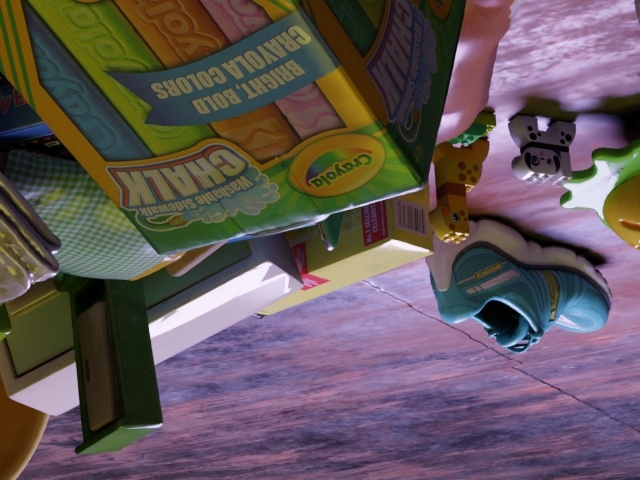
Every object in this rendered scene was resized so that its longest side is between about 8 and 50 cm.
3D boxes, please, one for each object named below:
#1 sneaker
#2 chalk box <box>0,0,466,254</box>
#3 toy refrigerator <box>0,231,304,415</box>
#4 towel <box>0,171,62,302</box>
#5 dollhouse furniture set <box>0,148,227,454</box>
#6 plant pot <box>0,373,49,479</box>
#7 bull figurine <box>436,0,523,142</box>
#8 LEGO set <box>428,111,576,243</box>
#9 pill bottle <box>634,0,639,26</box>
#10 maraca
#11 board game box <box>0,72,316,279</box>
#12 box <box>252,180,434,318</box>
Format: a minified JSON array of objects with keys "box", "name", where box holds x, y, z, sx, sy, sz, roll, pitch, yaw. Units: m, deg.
[{"box":[0.198,0.062,1.677,0.107,0.110,0.275,-20,155,39],"name":"sneaker"},{"box":[-0.038,-0.119,0.899,0.179,0.180,0.289,-14,133,29],"name":"chalk box"},{"box":[-0.163,0.047,1.484,0.270,0.102,0.094,-27,154,13],"name":"toy refrigerator"},{"box":[-0.328,-0.018,1.125,0.282,0.049,0.187,-10,133,26],"name":"towel"},{"box":[-0.195,0.058,1.262,0.198,0.151,0.301,2,160,-29],"name":"dollhouse furniture set"},{"box":[-0.414,0.112,1.572,0.239,0.254,0.254,6,165,26],"name":"plant pot"},{"box":[0.051,-0.151,1.085,0.188,0.101,0.310,4,154,1],"name":"bull figurine"},{"box":[0.097,-0.054,1.366,0.227,0.093,0.087,6,158,-24],"name":"LEGO set"},{"box":[0.302,-0.174,1.041,0.108,0.108,0.193,12,155,-35],"name":"pill bottle"},{"box":[0.291,-0.040,1.425,0.186,0.099,0.127,16,140,-30],"name":"maraca"},{"box":[-0.157,-0.069,1.264,0.254,0.079,0.336,-12,162,13],"name":"board game box"},{"box":[0.000,0.000,1.514,0.058,0.087,0.232,16,154,-42],"name":"box"}]
